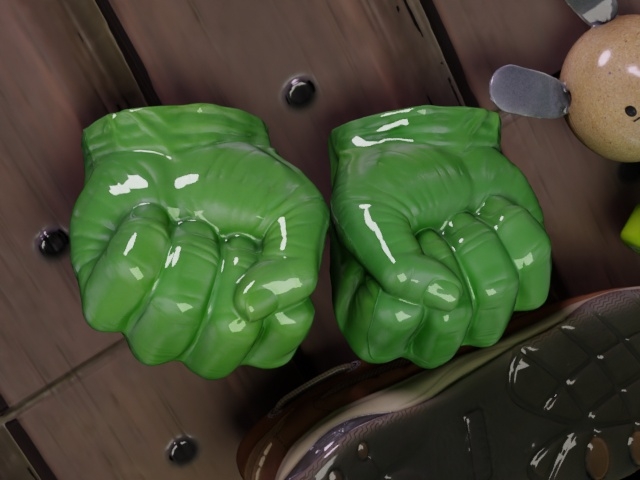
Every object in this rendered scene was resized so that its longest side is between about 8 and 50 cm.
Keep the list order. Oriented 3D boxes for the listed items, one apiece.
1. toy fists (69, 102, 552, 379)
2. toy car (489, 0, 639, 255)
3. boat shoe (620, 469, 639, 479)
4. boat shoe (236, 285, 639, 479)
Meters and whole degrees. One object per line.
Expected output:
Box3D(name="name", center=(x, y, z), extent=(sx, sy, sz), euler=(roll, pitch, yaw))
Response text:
Box3D(name="toy fists", center=(0.000, 0.000, 1.090), extent=(0.279, 0.096, 0.142), euler=(-1, 72, -22))
Box3D(name="toy car", center=(0.198, -0.084, 1.156), extent=(0.188, 0.149, 0.155), euler=(30, 86, -18))
Box3D(name="boat shoe", center=(0.253, 0.140, 1.297), extent=(0.258, 0.084, 0.095), euler=(-14, 116, -16))
Box3D(name="boat shoe", center=(0.095, 0.093, 1.195), extent=(0.324, 0.120, 0.122), euler=(-16, 113, -27))
